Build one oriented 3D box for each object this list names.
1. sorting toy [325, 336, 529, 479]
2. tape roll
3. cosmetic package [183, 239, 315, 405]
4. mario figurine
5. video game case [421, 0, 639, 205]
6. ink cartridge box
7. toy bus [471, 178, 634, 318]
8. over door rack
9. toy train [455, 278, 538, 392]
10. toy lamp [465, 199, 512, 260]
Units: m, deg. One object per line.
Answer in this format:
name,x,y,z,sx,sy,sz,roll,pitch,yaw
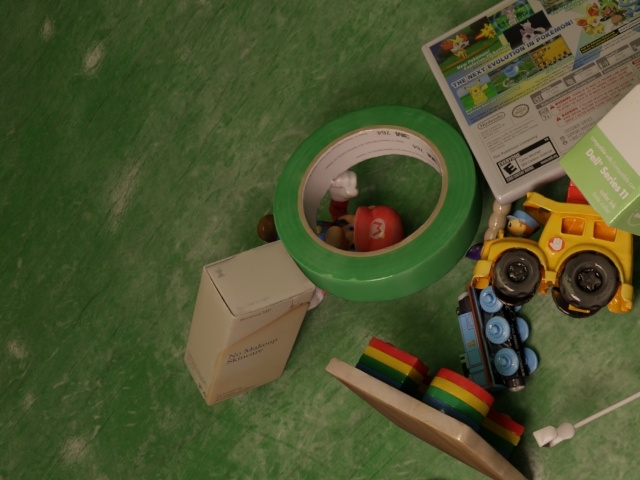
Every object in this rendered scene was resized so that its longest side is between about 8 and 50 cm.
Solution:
sorting toy,0.178,0.249,1.364,0.255,0.257,0.089,22,74,41
tape roll,0.088,-0.062,1.431,0.321,0.077,0.321,-9,59,15
cosmetic package,-0.129,0.147,1.583,0.113,0.160,0.309,58,151,25
mario figurine,0.000,0.000,1.578,0.320,0.170,0.198,-10,117,44
video game case,0.354,-0.251,1.368,0.329,0.036,0.300,-27,66,13
ink cartridge box,0.492,-0.158,1.107,0.353,0.207,0.119,-48,52,28
toy bus,0.337,-0.005,1.302,0.220,0.149,0.211,8,83,11
over door rack,0.471,0.290,1.176,0.324,0.108,0.239,-27,65,6
toy train,0.263,0.147,1.414,0.105,0.080,0.184,-25,68,40
toy lamp,0.294,-0.097,1.426,0.080,0.080,0.274,16,92,39
